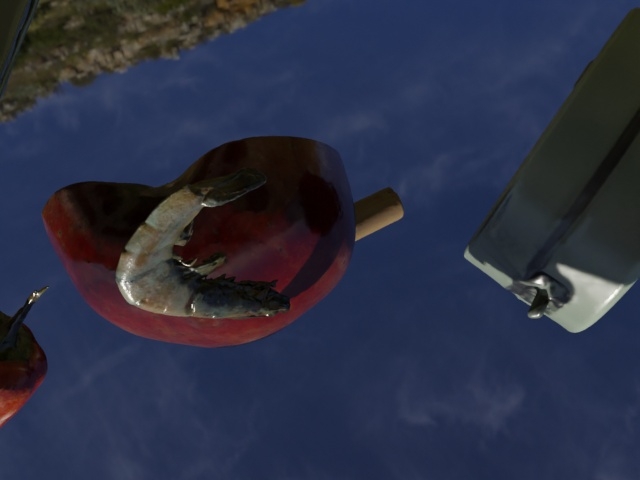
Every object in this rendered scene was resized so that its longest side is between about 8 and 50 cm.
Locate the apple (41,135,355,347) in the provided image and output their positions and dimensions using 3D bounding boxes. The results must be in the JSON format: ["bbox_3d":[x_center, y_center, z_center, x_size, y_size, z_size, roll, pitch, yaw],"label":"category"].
[{"bbox_3d":[-0.129,-0.006,1.138,0.329,0.365,0.295,26,-96,13],"label":"apple"}]

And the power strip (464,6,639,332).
[{"bbox_3d":[0.305,-0.068,1.039,0.161,0.357,0.357,35,-122,8],"label":"power strip"}]

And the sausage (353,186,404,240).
[{"bbox_3d":[0.000,0.000,1.506,0.301,0.065,0.066,-25,-133,-20],"label":"sausage"}]

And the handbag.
[{"bbox_3d":[-0.380,-0.201,1.040,0.079,0.219,0.256,21,-109,-22],"label":"handbag"}]

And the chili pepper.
[{"bbox_3d":[-0.233,0.088,0.645,0.192,0.084,0.086,-45,-146,26],"label":"chili pepper"}]

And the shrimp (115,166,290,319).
[{"bbox_3d":[-0.071,0.007,0.789,0.195,0.147,0.035,13,-156,-44],"label":"shrimp"}]
